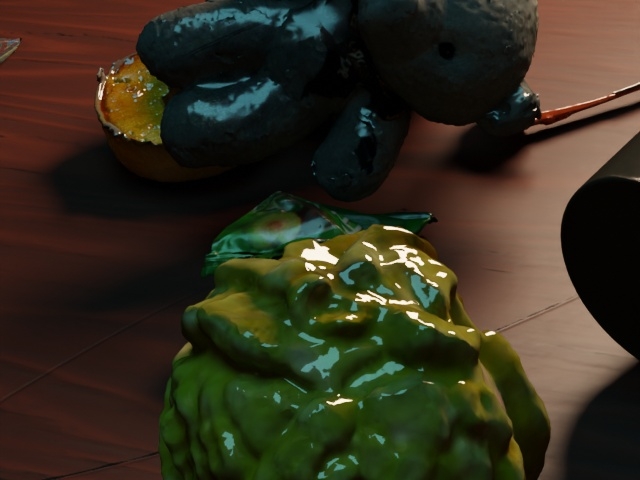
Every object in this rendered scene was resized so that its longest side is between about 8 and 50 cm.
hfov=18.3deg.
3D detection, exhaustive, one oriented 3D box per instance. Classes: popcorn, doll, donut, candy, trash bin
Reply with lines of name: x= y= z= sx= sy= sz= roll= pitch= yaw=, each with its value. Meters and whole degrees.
popcorn: x=0.020 y=0.099 z=1.194 sx=0.259 sy=0.212 sz=0.259 roll=-11 pitch=26 yaw=5
doll: x=0.022 y=-0.158 z=1.640 sx=0.340 sy=0.246 sz=0.158 roll=-9 pitch=-7 yaw=-6
donut: x=-0.134 y=-0.112 z=1.829 sx=0.146 sy=0.078 sz=0.181 roll=-23 pitch=40 yaw=-19
candy: x=-0.002 y=0.003 z=1.598 sx=0.141 sy=0.078 sz=0.203 roll=14 pitch=15 yaw=17
trash bin: x=0.348 y=-0.056 z=1.476 sx=0.214 sy=0.214 sz=0.334 roll=19 pitch=46 yaw=38

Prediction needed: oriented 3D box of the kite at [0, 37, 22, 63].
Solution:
kite: x=-0.402 y=-0.148 z=2.011 sx=0.152 sy=0.015 sz=0.285 roll=-4 pitch=31 yaw=8

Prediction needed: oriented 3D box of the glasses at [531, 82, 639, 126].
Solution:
glasses: x=0.248 y=-0.240 z=1.792 sx=0.268 sy=0.234 sz=0.118 roll=-17 pitch=-3 yaw=-12

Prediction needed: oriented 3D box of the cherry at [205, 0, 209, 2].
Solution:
cherry: x=0.005 y=-0.220 z=1.831 sx=0.239 sy=0.239 sz=0.206 roll=-13 pitch=63 yaw=-6
